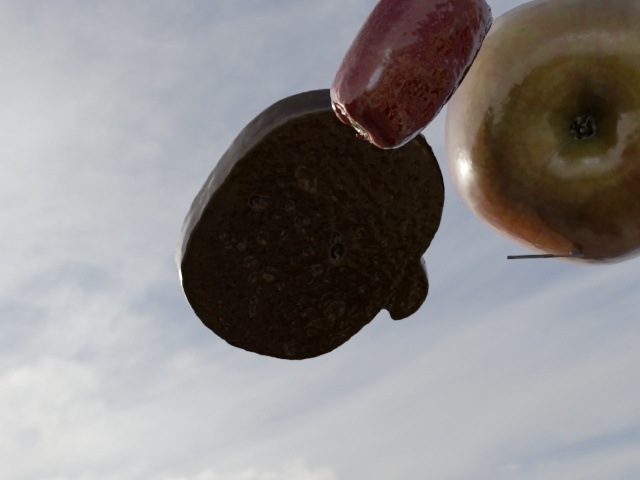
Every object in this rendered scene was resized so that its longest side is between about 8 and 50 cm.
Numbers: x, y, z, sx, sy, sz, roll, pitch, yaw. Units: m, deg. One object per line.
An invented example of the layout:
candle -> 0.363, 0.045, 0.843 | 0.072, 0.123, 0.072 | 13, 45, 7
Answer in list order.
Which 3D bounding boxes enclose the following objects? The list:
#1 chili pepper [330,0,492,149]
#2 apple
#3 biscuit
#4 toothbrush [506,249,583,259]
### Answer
chili pepper -> 0.056, -0.114, 0.568 | 0.123, 0.070, 0.073 | -57, -11, -12
apple -> 0.357, -0.152, 1.206 | 0.392, 0.391, 0.346 | -28, -10, 19
biscuit -> -0.001, -0.005, 1.193 | 0.350, 0.070, 0.394 | 32, -67, -24
toothbrush -> 0.281, 0.019, 1.126 | 0.097, 0.008, 0.006 | -3, -33, -3
